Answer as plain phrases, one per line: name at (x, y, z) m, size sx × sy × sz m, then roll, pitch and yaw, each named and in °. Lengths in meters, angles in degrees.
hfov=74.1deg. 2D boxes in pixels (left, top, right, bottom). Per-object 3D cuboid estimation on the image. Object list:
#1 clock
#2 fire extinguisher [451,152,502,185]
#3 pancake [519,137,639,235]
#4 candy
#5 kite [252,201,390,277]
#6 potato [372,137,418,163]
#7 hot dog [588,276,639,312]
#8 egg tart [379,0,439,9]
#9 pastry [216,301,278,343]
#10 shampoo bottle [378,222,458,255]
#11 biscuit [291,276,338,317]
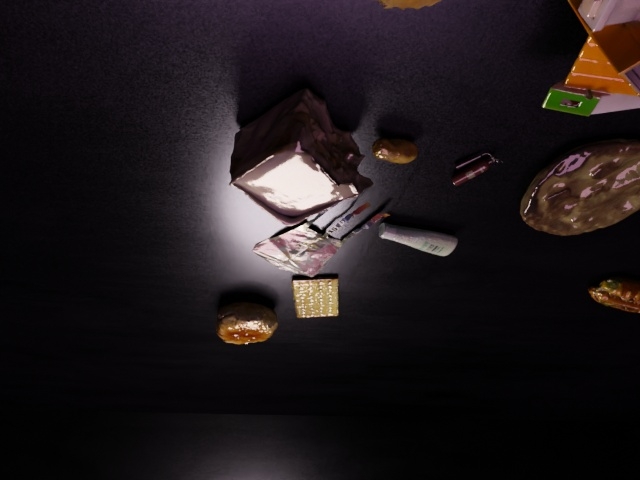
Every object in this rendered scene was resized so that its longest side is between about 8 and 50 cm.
clock at (0.458, -0.275, 0.535) m, size 0.309 × 0.166 × 0.235 m, roll -8°, pitch 151°, yaw 0°
fire extinguisher at (0.300, -0.148, 0.834) m, size 0.100 × 0.032 × 0.046 m, roll -30°, pitch 101°, yaw 34°
pancake at (0.562, -0.103, 0.881) m, size 0.294 × 0.050 × 0.294 m, roll -4°, pitch 143°, yaw -3°
candy at (-0.041, -0.135, 0.744) m, size 0.195 × 0.137 × 0.185 m, roll -24°, pitch 138°, yaw 30°
kite at (0.000, -0.003, 1.024) m, size 0.204 × 0.022 × 0.360 m, roll 27°, pitch 139°, yaw -32°
potato at (0.135, -0.166, 0.784) m, size 0.092 × 0.046 × 0.045 m, roll 1°, pitch 102°, yaw -17°
hot dog at (0.903, 0.162, 1.237) m, size 0.268 × 0.072 × 0.115 m, roll 9°, pitch 150°, yaw -15°
egg tart at (0.115, -0.323, 0.380) m, size 0.351 × 0.150 × 0.352 m, roll -21°, pitch 177°, yaw -1°
pastry at (-0.226, 0.252, 1.302) m, size 0.182 × 0.093 × 0.192 m, roll 8°, pitch 147°, yaw -15°
shampoo bottle at (0.229, -0.006, 1.008) m, size 0.190 × 0.041 × 0.069 m, roll 13°, pitch 147°, yaw -18°
biscuit at (-0.014, 0.173, 1.265) m, size 0.139 × 0.016 × 0.231 m, roll -3°, pitch 144°, yaw 1°
